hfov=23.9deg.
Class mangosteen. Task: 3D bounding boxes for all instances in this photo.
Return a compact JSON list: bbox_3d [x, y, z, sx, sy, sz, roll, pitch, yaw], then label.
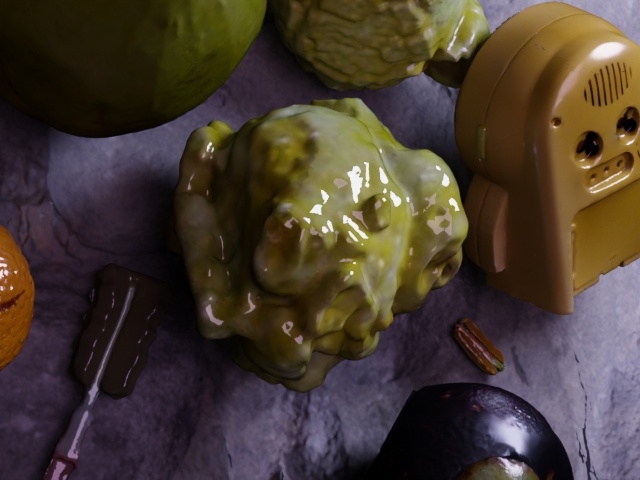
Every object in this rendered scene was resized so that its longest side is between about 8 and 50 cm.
[{"bbox_3d":[0.152,0.292,1.625,0.233,0.287,0.287,35,68,4],"label":"mangosteen"}]

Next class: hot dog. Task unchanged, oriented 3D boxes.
[{"bbox_3d":[0.188,0.128,1.809,0.083,0.021,0.037,50,55,-13],"label":"hot dog"}]

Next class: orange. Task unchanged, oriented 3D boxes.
[{"bbox_3d":[-0.367,0.052,1.430,0.161,0.193,0.193,-31,99,-44],"label":"orange"}]

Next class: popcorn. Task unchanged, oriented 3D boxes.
[{"bbox_3d":[-0.017,0.006,1.578,0.312,0.312,0.312,3,83,-27],"label":"popcorn"},{"bbox_3d":[0.050,-0.271,1.685,0.286,0.225,0.174,56,26,-45],"label":"popcorn"}]

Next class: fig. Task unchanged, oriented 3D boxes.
[{"bbox_3d":[-0.199,-0.269,1.472,0.343,0.343,0.343,3,83,-27],"label":"fig"}]

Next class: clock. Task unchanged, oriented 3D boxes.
[{"bbox_3d":[0.281,-0.109,1.734,0.244,0.200,0.317,-28,128,-30],"label":"clock"}]

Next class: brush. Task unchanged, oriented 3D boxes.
[{"bbox_3d":[-0.240,0.170,1.557,0.084,0.071,0.301,23,74,-12],"label":"brush"}]
